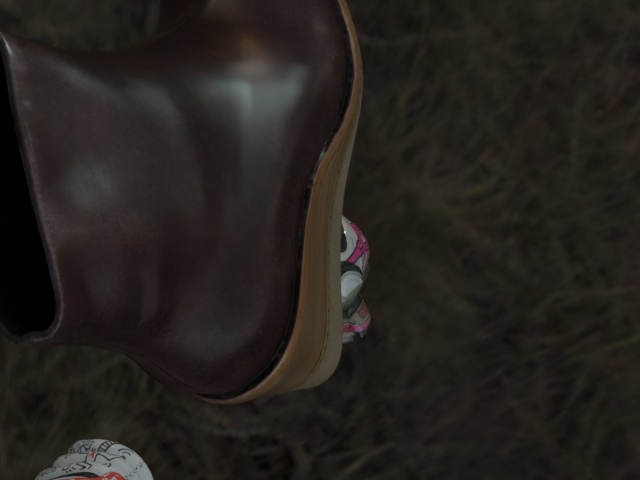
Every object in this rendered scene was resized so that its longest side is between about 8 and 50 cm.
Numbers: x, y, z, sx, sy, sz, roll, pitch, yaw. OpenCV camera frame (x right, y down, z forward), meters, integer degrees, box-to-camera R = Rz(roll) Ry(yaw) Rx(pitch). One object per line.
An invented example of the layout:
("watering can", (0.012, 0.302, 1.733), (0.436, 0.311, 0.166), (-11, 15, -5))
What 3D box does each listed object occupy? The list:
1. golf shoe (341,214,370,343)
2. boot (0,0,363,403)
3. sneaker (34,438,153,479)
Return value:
("golf shoe", (0.000, 0.000, 1.346), (0.067, 0.186, 0.086), (-8, 111, -3))
("boot", (-0.064, -0.060, 0.806), (0.090, 0.207, 0.248), (-18, 70, 27))
("sneaker", (-0.240, 0.247, 1.618), (0.090, 0.270, 0.145), (54, 45, -4))
